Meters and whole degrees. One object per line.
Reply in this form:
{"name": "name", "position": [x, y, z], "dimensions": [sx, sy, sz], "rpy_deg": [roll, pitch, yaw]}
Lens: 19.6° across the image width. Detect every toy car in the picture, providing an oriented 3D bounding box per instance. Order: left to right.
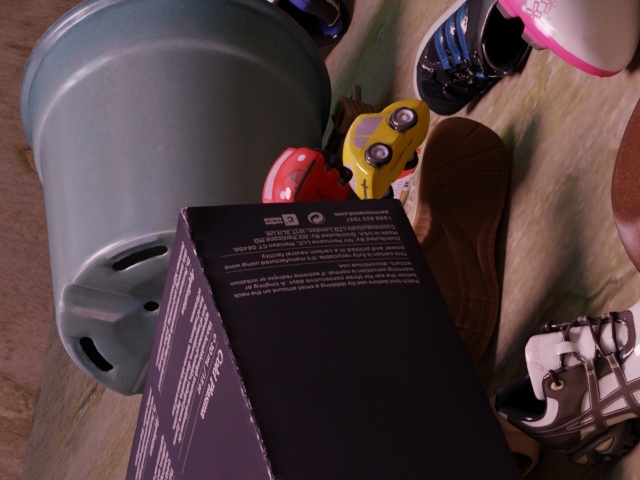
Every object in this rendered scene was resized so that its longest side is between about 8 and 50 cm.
{"name": "toy car", "position": [0.000, 0.000, 1.506], "dimensions": [0.239, 0.053, 0.225], "rpy_deg": [-30, -40, -57]}

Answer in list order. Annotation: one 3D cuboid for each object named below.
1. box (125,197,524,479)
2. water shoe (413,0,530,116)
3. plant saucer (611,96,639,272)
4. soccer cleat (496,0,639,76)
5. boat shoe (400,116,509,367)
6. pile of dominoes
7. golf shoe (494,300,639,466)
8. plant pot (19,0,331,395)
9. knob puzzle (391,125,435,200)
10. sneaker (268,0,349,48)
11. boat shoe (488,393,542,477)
{"name": "box", "position": [-0.012, 0.198, 1.368], "dimensions": [0.343, 0.179, 0.312], "rpy_deg": [106, 154, -42]}
{"name": "water shoe", "position": [0.141, -0.173, 1.656], "dimensions": [0.080, 0.073, 0.203], "rpy_deg": [-92, 24, -44]}
{"name": "plant saucer", "position": [0.243, -0.071, 1.224], "dimensions": [0.199, 0.036, 0.198], "rpy_deg": [-60, 15, 27]}
{"name": "soccer cleat", "position": [0.202, -0.264, 1.462], "dimensions": [0.143, 0.116, 0.331], "rpy_deg": [-55, 25, 31]}
{"name": "boat shoe", "position": [0.096, 0.032, 1.570], "dimensions": [0.089, 0.104, 0.285], "rpy_deg": [124, 167, -60]}
{"name": "pile of dominoes", "position": [-0.005, -0.043, 2.084], "dimensions": [0.196, 0.040, 0.251], "rpy_deg": [-108, 38, -64]}
{"name": "golf shoe", "position": [0.186, 0.080, 1.203], "dimensions": [0.077, 0.094, 0.198], "rpy_deg": [-87, 22, -43]}
{"name": "plant pot", "position": [-0.142, -0.034, 1.907], "dimensions": [0.334, 0.341, 0.341], "rpy_deg": [-98, 28, -45]}
{"name": "knob puzzle", "position": [0.084, -0.013, 1.762], "dimensions": [0.213, 0.030, 0.213], "rpy_deg": [-163, 90, -74]}
{"name": "sneaker", "position": [-0.019, -0.323, 2.305], "dimensions": [0.182, 0.127, 0.315], "rpy_deg": [13, 67, 48]}
{"name": "boat shoe", "position": [0.115, 0.174, 1.400], "dimensions": [0.170, 0.063, 0.059], "rpy_deg": [127, 161, -49]}
